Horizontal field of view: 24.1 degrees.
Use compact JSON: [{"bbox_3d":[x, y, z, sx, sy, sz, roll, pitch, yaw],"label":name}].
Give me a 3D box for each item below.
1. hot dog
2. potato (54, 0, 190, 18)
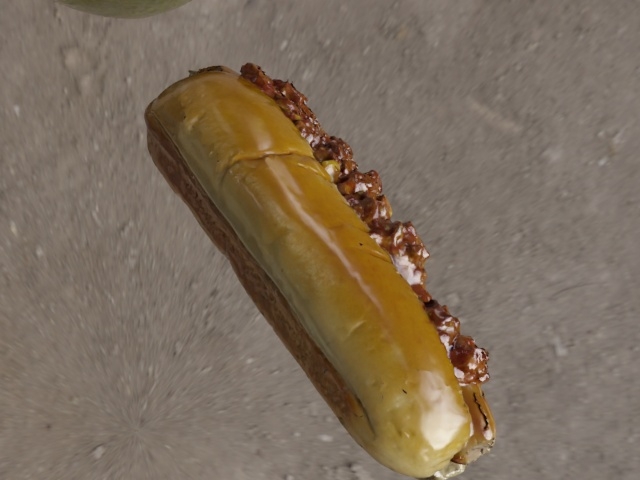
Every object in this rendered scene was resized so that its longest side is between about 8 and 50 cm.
[{"bbox_3d":[0.000,0.000,0.685,0.076,0.102,0.249,-42,61,11],"label":"hot dog"},{"bbox_3d":[-0.151,-0.240,0.956,0.159,0.251,0.174,-2,81,35],"label":"potato"}]
